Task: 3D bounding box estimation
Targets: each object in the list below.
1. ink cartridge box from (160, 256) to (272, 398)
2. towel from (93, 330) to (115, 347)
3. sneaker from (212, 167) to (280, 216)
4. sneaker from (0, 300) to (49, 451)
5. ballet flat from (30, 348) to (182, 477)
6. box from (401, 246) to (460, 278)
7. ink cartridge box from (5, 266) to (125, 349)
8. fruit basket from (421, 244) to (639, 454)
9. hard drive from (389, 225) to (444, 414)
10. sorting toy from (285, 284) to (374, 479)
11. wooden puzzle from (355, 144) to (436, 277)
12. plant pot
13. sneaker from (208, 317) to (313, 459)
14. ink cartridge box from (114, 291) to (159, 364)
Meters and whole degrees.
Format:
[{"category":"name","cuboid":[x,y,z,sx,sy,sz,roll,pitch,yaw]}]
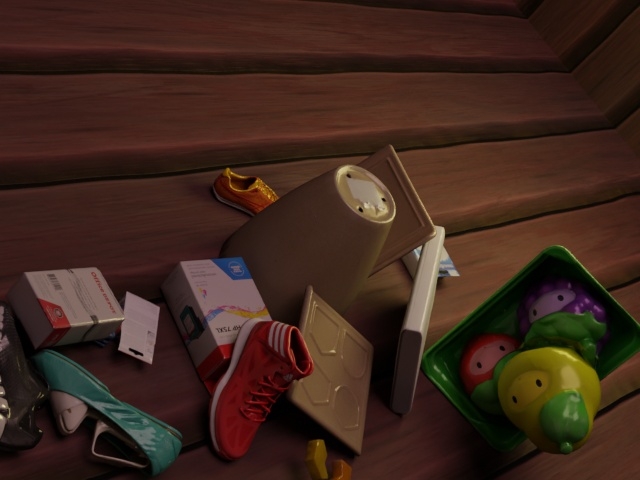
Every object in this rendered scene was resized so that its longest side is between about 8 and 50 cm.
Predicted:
[{"category":"ink cartridge box","cuboid":[-0.150,0.144,1.592,0.134,0.078,0.231,-4,58,-45]},{"category":"towel","cuboid":[-0.364,0.111,1.469,0.120,0.029,0.067,25,39,-21]},{"category":"sneaker","cuboid":[-0.118,-0.083,1.858,0.175,0.067,0.064,20,41,-30]},{"category":"sneaker","cuboid":[-0.416,0.187,1.313,0.106,0.078,0.234,27,33,-39]},{"category":"ballet flat","cuboid":[-0.307,0.246,1.349,0.247,0.083,0.087,35,51,-8]},{"category":"box","cuboid":[0.212,0.014,2.086,0.109,0.042,0.178,-1,55,-43]},{"category":"ink cartridge box","cuboid":[-0.362,0.095,1.398,0.135,0.056,0.099,-2,53,-56]},{"category":"fruit basket","cuboid":[0.385,0.221,1.769,0.283,0.392,0.392,48,37,6]},{"category":"hard drive","cuboid":[0.181,0.140,1.810,0.040,0.203,0.307,11,38,9]},{"category":"sorting toy","cuboid":[0.008,0.254,1.594,0.229,0.041,0.307,48,38,-38]},{"category":"wooden puzzle","cuboid":[0.091,-0.042,1.900,0.044,0.221,0.238,36,26,-55]},{"category":"plant pot","cuboid":[0.000,0.000,1.711,0.257,0.274,0.256,25,39,-22]},{"category":"sneaker","cuboid":[-0.087,0.223,1.465,0.087,0.128,0.221,23,73,-41]},{"category":"ink cartridge box","cuboid":[-0.286,0.140,1.509,0.063,0.029,0.115,30,39,-28]}]
